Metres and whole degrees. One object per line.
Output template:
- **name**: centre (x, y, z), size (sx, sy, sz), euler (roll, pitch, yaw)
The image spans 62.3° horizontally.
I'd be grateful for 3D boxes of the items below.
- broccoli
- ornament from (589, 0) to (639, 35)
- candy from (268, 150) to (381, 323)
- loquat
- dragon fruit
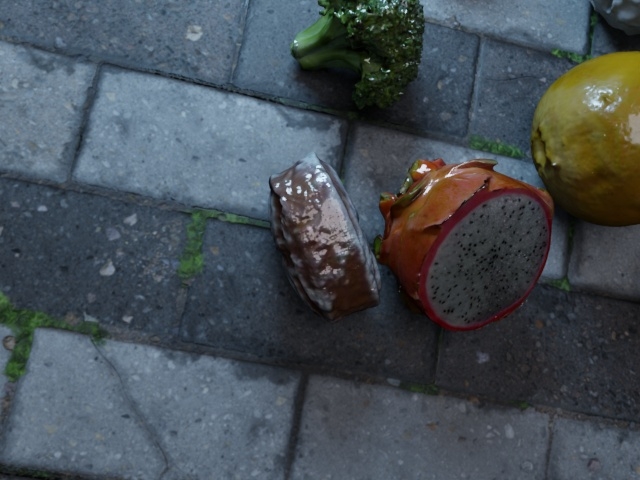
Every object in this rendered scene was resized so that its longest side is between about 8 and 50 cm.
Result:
- **broccoli**: centre (0.086, -0.390, 0.974), size (0.235, 0.260, 0.288), euler (2, 84, -22)
- **ornament**: centre (0.682, -0.571, 1.027), size (0.336, 0.337, 0.338), euler (1, 82, -8)
- **candy**: centre (0.000, 0.000, 0.916), size (0.157, 0.214, 0.290), euler (-25, 96, -6)
- **loquat**: centre (0.553, -0.184, 0.975), size (0.328, 0.328, 0.329), euler (1, 82, -8)
- **dragon fruit**: centre (0.234, -0.012, 0.949), size (0.305, 0.226, 0.306), euler (-12, 119, -23)
